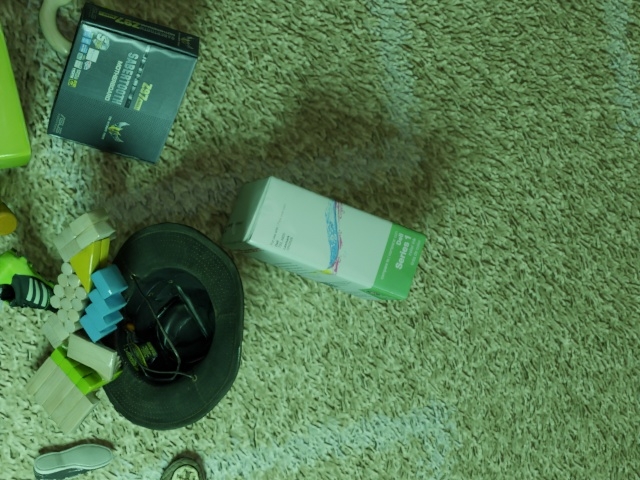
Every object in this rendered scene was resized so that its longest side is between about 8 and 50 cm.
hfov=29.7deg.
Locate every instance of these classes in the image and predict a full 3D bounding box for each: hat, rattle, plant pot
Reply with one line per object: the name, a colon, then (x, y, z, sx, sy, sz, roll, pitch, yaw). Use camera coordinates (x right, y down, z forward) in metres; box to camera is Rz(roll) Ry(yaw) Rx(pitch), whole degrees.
hat: (-0.211, 0.133, 1.902, 0.134, 0.331, 0.331, -1, 89, -56)
rattle: (-0.399, -0.377, 1.889, 0.130, 0.143, 0.199, -38, 105, -1)
plant pot: (-0.558, -0.206, 1.787, 0.207, 0.227, 0.228, -13, 93, -16)

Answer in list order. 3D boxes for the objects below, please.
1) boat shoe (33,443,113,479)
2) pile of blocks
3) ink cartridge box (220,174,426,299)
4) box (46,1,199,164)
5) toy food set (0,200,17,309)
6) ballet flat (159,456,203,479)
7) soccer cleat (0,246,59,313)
boat shoe: (-0.393, 0.357, 1.921, 0.125, 0.038, 0.046, -9, 50, -23)
pile of blocks: (-0.339, 0.118, 1.850, 0.149, 0.113, 0.362, 24, 114, 21)
ink cartridge box: (0.000, 0.000, 1.966, 0.278, 0.201, 0.117, 21, 82, -15)
box: (-0.308, -0.239, 1.877, 0.183, 0.232, 0.059, 15, 42, -17)
toy food set: (-0.551, 0.046, 1.868, 0.111, 0.104, 0.232, 9, 104, -30)
ballet flat: (-0.243, 0.475, 1.954, 0.084, 0.058, 0.249, 19, 83, -17)
soccer cleat: (-0.450, 0.079, 1.861, 0.072, 0.060, 0.179, -54, 146, -15)
